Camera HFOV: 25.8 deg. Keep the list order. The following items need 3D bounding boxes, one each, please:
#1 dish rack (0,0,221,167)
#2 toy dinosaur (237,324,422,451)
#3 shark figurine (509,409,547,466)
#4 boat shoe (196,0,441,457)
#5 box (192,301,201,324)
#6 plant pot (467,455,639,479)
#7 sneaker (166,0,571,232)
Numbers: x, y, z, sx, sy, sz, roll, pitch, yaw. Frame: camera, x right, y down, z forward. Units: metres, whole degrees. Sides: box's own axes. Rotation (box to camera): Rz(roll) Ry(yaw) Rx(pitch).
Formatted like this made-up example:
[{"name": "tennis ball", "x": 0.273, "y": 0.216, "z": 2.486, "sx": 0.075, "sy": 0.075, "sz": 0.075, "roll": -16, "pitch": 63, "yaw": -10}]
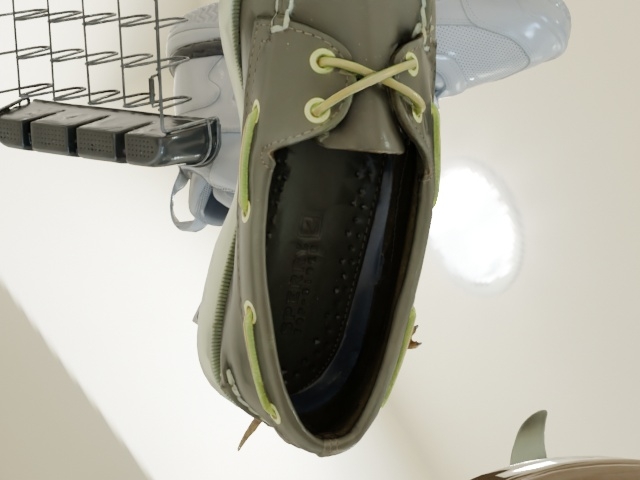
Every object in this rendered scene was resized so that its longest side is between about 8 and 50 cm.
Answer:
[{"name": "dish rack", "x": -0.186, "y": -0.191, "z": 1.113, "sx": 0.208, "sy": 0.074, "sz": 0.271, "roll": 9, "pitch": -71, "yaw": 30}, {"name": "toy dinosaur", "x": 0.008, "y": 0.078, "z": 1.084, "sx": 0.064, "sy": 0.112, "sz": 0.211, "roll": 65, "pitch": -34, "yaw": 29}, {"name": "shark figurine", "x": 0.263, "y": 0.268, "z": 1.317, "sx": 0.278, "sy": 0.166, "sz": 0.116, "roll": 13, "pitch": -18, "yaw": 22}, {"name": "boat shoe", "x": 0.009, "y": -0.049, "z": 0.656, "sx": 0.091, "sy": 0.109, "sz": 0.304, "roll": 34, "pitch": -61, "yaw": 59}, {"name": "box", "x": 0.000, "y": 0.000, "z": 1.520, "sx": 0.087, "sy": 0.290, "sz": 0.169, "roll": 14, "pitch": -18, "yaw": 43}, {"name": "plant pot", "x": 0.123, "y": 0.201, "z": 0.460, "sx": 0.263, "sy": 0.263, "sz": 0.229, "roll": 57, "pitch": -11, "yaw": 4}, {"name": "sneaker", "x": 0.032, "y": -0.106, "z": 1.194, "sx": 0.366, "sy": 0.210, "sz": 0.137, "roll": -4, "pitch": -25, "yaw": 19}]
